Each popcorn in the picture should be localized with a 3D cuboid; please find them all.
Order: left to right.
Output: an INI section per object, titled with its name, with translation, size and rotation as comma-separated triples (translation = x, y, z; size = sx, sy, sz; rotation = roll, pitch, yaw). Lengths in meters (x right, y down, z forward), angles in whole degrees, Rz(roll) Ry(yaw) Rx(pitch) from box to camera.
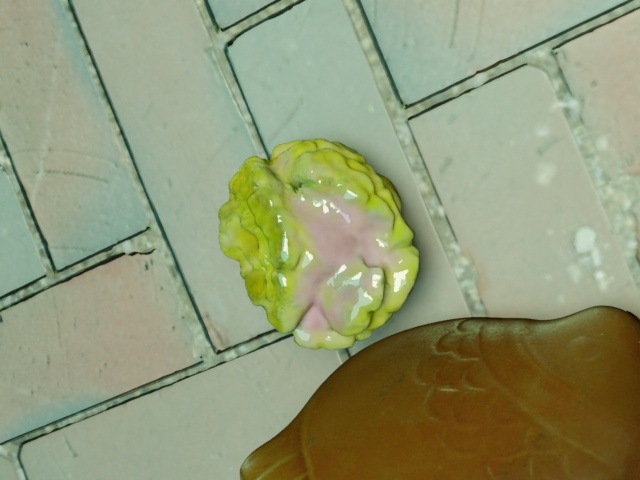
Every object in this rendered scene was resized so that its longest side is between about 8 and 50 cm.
[popcorn]
translation = 0.000, 0.000, 0.832
size = 0.145, 0.126, 0.126
rotation = 37, 104, 10

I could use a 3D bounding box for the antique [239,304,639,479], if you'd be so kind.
[antique]
translation = 0.093, 0.146, 0.766
size = 0.278, 0.129, 0.223
rotation = -27, 40, -2
